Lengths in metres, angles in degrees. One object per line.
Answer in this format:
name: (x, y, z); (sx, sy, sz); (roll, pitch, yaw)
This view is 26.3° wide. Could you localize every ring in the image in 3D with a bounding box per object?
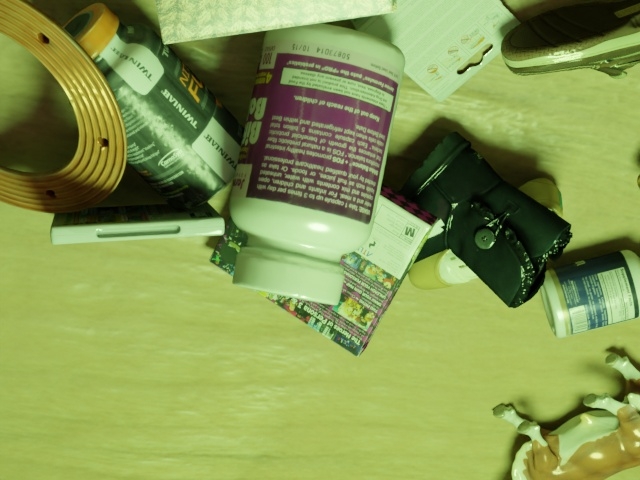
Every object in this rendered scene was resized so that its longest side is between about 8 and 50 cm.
ring: (-0.363, -0.164, 1.538); (0.336, 0.032, 0.337); (16, 139, 14)

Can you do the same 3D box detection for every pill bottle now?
pill bottle: (0.384, 0.066, 1.829); (0.169, 0.094, 0.094); (-14, 123, 1)
pill bottle: (-0.011, -0.084, 1.561); (0.169, 0.169, 0.302); (13, 86, -15)
pill bottle: (-0.202, -0.159, 1.583); (0.130, 0.130, 0.246); (-35, 121, 14)

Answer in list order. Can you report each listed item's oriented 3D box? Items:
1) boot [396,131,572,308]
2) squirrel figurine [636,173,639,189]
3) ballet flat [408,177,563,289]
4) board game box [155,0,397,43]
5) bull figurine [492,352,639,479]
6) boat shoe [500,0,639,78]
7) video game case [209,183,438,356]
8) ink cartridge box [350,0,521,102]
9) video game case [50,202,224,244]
boot: (0.170, 0.017, 1.709); (0.207, 0.094, 0.246); (44, 108, 14)
squirrel figurine: (0.594, -0.180, 1.582); (0.397, 0.281, 0.370); (-25, 137, -12)
ballet flat: (0.213, 0.003, 1.777); (0.232, 0.073, 0.080); (-38, 123, 16)
board game box: (-0.061, -0.336, 1.393); (0.232, 0.291, 0.141); (-8, 123, -2)
bull figurine: (0.363, 0.297, 1.970); (0.310, 0.101, 0.188); (-30, 120, 12)
boat shoe: (0.345, -0.230, 1.636); (0.257, 0.095, 0.095); (-14, 129, 1)
video game case: (0.000, 0.000, 1.702); (0.232, 0.042, 0.210); (32, 117, 10)
ink cartridge box: (0.141, -0.262, 1.630); (0.145, 0.045, 0.179); (-40, 137, 17)
video game case: (-0.219, -0.022, 1.624); (0.193, 0.212, 0.023); (-3, 97, -9)
